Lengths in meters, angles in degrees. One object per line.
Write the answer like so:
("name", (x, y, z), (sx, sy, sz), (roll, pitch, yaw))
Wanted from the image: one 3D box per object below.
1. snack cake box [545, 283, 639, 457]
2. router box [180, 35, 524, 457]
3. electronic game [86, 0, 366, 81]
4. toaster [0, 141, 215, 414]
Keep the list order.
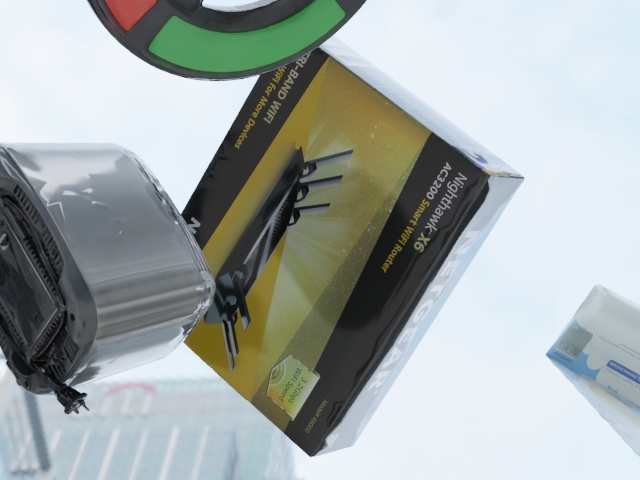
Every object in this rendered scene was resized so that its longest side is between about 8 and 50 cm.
("snack cake box", (0.341, 0.164, 1.425), (0.089, 0.152, 0.264), (-53, -48, -8))
("router box", (0.000, 0.000, 1.366), (0.243, 0.081, 0.309), (39, -71, 24))
("electronic game", (-0.038, -0.198, 0.862), (0.229, 0.048, 0.229), (-20, -50, -26))
("toaster", (-0.184, 0.021, 1.178), (0.227, 0.146, 0.129), (55, -48, 21))
